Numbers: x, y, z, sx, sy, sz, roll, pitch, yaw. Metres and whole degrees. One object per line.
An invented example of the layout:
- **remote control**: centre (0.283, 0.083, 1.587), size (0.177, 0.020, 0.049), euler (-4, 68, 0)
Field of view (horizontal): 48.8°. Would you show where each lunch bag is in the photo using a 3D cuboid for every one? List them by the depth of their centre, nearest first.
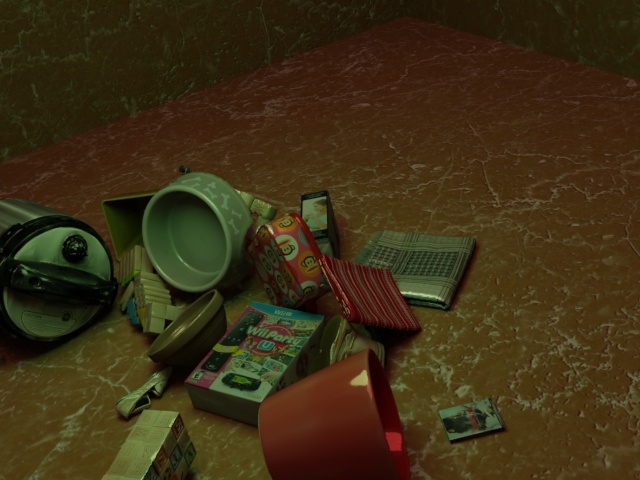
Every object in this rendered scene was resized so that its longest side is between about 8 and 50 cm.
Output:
- **lunch bag**: centre (-0.076, 0.083, 1.828), size (0.120, 0.258, 0.293), euler (-25, -7, -21)

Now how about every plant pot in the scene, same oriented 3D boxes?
- **plant pot**: centre (0.024, 0.378, 1.397), size (0.243, 0.275, 0.275), euler (-18, 32, 9)
- **plant pot**: centre (-0.316, 0.243, 1.789), size (0.237, 0.109, 0.237), euler (-39, 11, 9)
- **plant pot**: centre (-0.562, -0.072, 2.323), size (0.212, 0.212, 0.187), euler (-7, 20, 9)

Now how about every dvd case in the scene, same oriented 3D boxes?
- **dvd case**: centre (0.319, 0.381, 1.497), size (0.119, 0.013, 0.087), euler (-12, 33, -1)

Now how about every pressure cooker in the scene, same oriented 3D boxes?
- **pressure cooker**: centre (-0.803, 0.084, 1.992), size (0.420, 0.375, 0.370), euler (17, 40, 38)

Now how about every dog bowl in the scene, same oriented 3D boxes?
- **dog bowl**: centre (-0.352, -0.012, 1.978), size (0.349, 0.348, 0.102), euler (6, 17, 26)

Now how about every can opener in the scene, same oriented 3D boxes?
- **can opener**: centre (0.142, 0.228, 1.746), size (0.073, 0.059, 0.186), euler (-9, 33, 4)

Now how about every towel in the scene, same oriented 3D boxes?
- **towel**: centre (0.121, 0.130, 1.719), size (0.275, 0.031, 0.199), euler (14, 40, -46)
- **towel**: centre (0.243, 0.063, 1.968), size (0.324, 0.056, 0.312), euler (5, 37, 26)

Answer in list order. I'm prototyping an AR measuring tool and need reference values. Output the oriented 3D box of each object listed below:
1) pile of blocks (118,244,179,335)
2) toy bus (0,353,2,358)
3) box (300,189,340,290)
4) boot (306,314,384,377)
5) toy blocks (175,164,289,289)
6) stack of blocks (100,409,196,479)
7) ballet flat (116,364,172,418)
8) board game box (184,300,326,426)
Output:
- **pile of blocks**: centre (-0.490, 0.166, 2.036), size (0.113, 0.149, 0.362), euler (19, 26, -37)
- **toy bus**: centre (-1.018, 0.302, 1.979), size (0.104, 0.191, 0.202), euler (-60, 38, 8)
- **box**: centre (0.000, 0.000, 2.044), size (0.087, 0.169, 0.290), euler (-10, 34, 7)
- **boot**: centre (0.061, 0.297, 1.596), size (0.077, 0.165, 0.213), euler (-15, 47, 49)
- **toy blocks**: centre (-0.287, -0.025, 2.108), size (0.289, 0.309, 0.260), euler (25, 90, 33)
- **stack of blocks**: centre (-0.350, 0.503, 1.390), size (0.087, 0.171, 0.297), euler (-1, 34, 18)
- **ballet flat**: centre (-0.421, 0.375, 1.733), size (0.168, 0.057, 0.052), euler (-37, 68, -27)
- **board game box**: centre (-0.147, 0.292, 1.714), size (0.224, 0.097, 0.303), euler (8, 37, 28)
